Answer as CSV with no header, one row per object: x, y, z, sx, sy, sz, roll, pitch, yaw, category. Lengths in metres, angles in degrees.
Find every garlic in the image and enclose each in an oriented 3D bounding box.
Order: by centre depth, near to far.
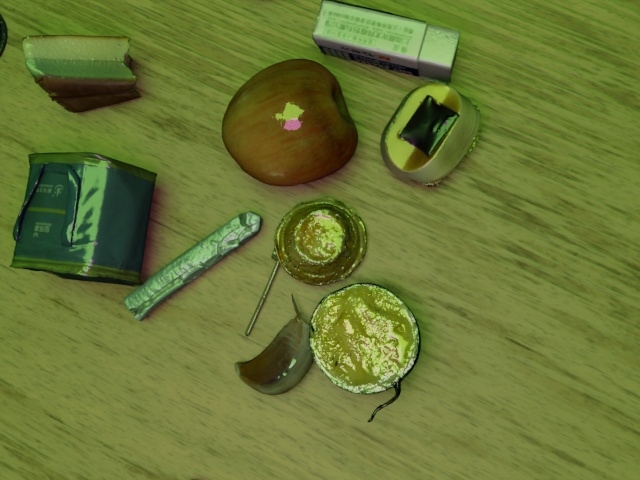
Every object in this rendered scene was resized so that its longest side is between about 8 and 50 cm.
-0.073,0.220,1.494,0.128,0.090,0.198,37,94,23,garlic

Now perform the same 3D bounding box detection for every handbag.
-0.476,-0.042,1.504,0.263,0.222,0.241,2,81,26,handbag

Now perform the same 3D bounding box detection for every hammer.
-0.103,0.112,1.544,0.060,0.028,0.195,23,90,3,hammer

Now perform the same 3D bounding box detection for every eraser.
0.134,-0.401,1.517,0.287,0.130,0.086,16,88,9,eraser

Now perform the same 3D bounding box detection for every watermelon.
0.093,0.195,1.449,0.204,0.127,0.232,-44,78,1,watermelon

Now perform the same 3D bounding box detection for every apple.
-0.062,-0.223,1.484,0.241,0.242,0.242,-20,81,18,apple

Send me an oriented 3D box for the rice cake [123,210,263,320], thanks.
-0.260,0.047,1.549,0.336,0.066,0.063,-37,88,3,rice cake

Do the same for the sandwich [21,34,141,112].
-0.478,-0.358,1.550,0.186,0.220,0.108,-13,80,6,sandwich

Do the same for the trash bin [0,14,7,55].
-0.809,-0.476,1.642,0.175,0.161,0.175,-1,81,8,trash bin

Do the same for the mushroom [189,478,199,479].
-0.254,0.520,1.489,0.083,0.067,0.083,0,90,11,mushroom

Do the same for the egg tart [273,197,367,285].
0.000,0.000,1.503,0.191,0.074,0.191,0,82,-1,egg tart

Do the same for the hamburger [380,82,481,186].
0.218,-0.212,1.494,0.173,0.116,0.210,31,92,18,hamburger
